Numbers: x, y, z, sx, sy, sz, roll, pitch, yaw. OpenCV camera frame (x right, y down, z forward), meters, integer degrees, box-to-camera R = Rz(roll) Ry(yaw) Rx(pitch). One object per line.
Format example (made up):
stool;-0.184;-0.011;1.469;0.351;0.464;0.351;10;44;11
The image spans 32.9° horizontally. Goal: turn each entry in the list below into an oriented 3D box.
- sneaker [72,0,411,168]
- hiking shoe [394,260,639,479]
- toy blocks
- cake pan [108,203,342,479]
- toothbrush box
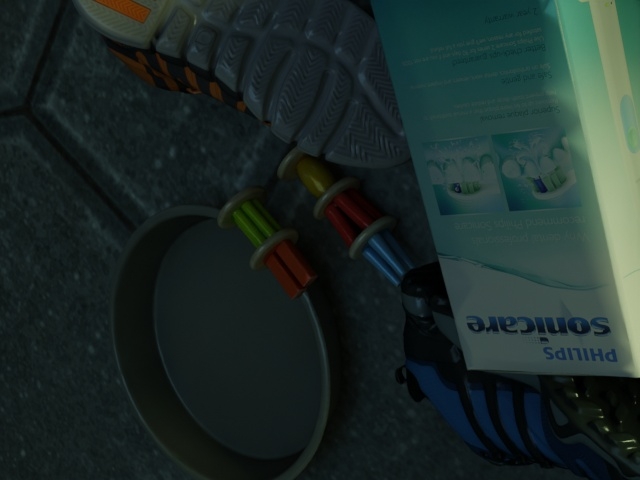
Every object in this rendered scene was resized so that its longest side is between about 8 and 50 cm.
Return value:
sneaker;-0.058;-0.161;0.941;0.321;0.180;0.125;30;87;-4
hiking shoe;0.178;0.128;0.828;0.304;0.113;0.132;38;135;44
toy blocks;0.000;0.000;0.941;0.123;0.054;0.148;-39;71;-6
cake pan;-0.093;0.104;1.072;0.293;0.054;0.293;11;108;36
toothbrush box;0.162;-0.092;0.683;0.126;0.216;0.296;-4;110;42
